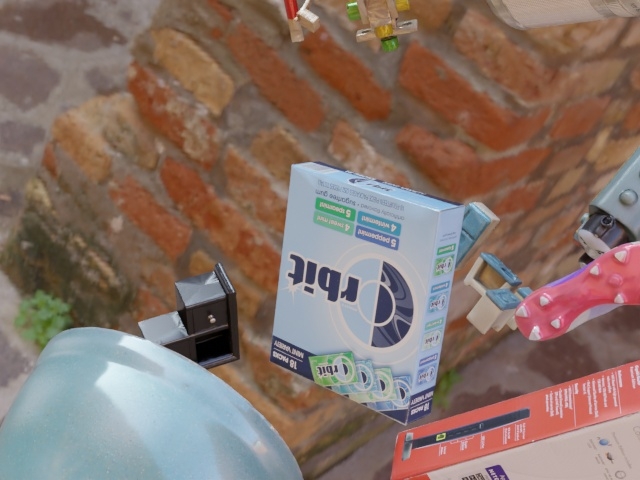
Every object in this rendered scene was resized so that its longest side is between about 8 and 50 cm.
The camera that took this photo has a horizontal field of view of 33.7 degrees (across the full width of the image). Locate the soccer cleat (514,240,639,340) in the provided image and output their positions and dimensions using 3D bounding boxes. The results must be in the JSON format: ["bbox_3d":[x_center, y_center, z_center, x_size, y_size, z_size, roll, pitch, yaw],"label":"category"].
[{"bbox_3d":[0.368,0.061,1.380,0.083,0.248,0.095,63,26,4],"label":"soccer cleat"}]

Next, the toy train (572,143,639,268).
[{"bbox_3d":[0.540,-0.085,1.732,0.142,0.190,0.334,40,85,26],"label":"toy train"}]

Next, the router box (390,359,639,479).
[{"bbox_3d":[0.283,0.311,1.142,0.335,0.301,0.082,58,24,-23],"label":"router box"}]

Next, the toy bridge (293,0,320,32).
[{"bbox_3d":[0.022,-0.391,1.603,0.063,0.026,0.188,37,69,18],"label":"toy bridge"}]

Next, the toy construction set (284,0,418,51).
[{"bbox_3d":[0.077,-0.444,2.008,0.308,0.237,0.257,-19,33,-14],"label":"toy construction set"}]

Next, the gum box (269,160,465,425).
[{"bbox_3d":[0.034,0.041,0.896,0.157,0.184,0.041,20,21,36],"label":"gum box"}]

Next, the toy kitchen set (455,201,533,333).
[{"bbox_3d":[0.274,0.043,1.799,0.207,0.122,0.166,45,24,26],"label":"toy kitchen set"}]

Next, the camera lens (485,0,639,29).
[{"bbox_3d":[0.365,-0.413,1.459,0.274,0.219,0.219,1,21,40],"label":"camera lens"}]

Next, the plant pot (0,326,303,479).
[{"bbox_3d":[-0.188,0.251,0.962,0.293,0.293,0.196,30,52,4],"label":"plant pot"}]

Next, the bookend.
[{"bbox_3d":[-0.211,0.131,1.635,0.156,0.157,0.072,-15,45,-18],"label":"bookend"}]
